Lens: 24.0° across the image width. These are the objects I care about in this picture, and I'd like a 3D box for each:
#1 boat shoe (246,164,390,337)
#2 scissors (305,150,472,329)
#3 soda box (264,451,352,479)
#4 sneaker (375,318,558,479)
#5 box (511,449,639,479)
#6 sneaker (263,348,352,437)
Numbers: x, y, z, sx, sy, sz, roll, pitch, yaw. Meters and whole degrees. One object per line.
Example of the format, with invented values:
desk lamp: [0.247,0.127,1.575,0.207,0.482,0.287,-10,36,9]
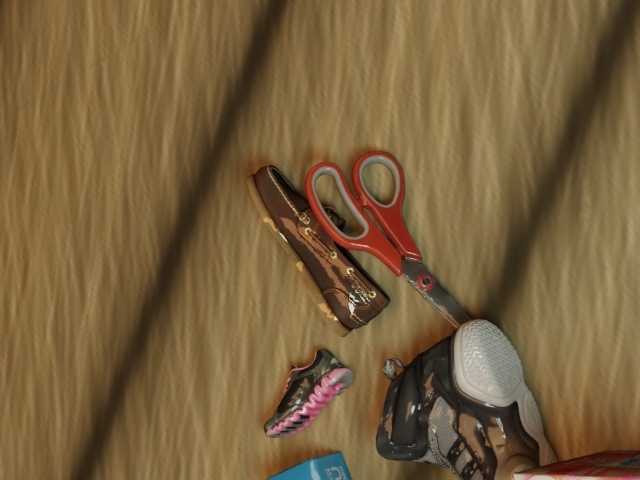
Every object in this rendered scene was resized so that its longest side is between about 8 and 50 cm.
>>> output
boat shoe: [0.000,0.000,1.614,0.073,0.073,0.207,-37,80,19]
scissors: [0.088,0.036,1.569,0.109,0.021,0.297,-25,77,-17]
soda box: [0.019,0.335,1.591,0.067,0.071,0.210,-29,76,23]
sneaker: [0.149,0.224,1.520,0.153,0.101,0.268,-22,80,31]
box: [0.287,0.265,1.332,0.154,0.300,0.142,-3,85,25]
sneaker: [-0.021,0.165,1.635,0.119,0.047,0.057,-43,64,11]
